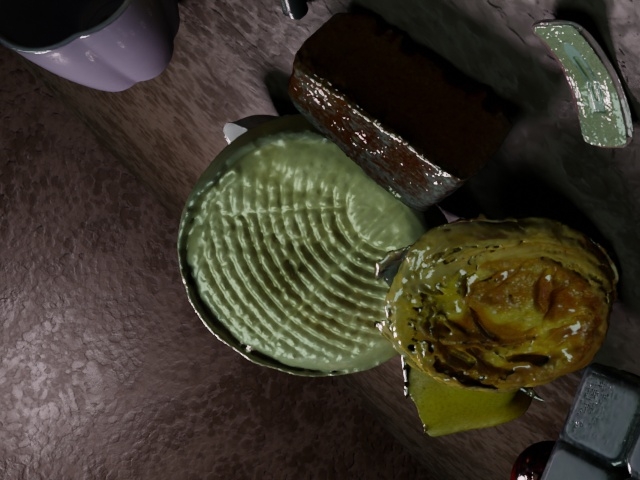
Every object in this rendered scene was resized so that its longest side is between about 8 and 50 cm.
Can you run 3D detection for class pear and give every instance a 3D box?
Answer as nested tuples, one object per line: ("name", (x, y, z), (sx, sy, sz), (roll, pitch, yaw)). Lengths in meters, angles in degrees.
("pear", (0.248, 0.175, 1.208), (0.178, 0.267, 0.267), (1, 145, 26))

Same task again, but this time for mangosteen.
("mangosteen", (0.451, 0.465, 1.508), (0.200, 0.200, 0.200), (40, 165, 13))

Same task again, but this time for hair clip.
("hair clip", (0.222, -0.134, 0.682), (0.137, 0.022, 0.054), (52, 162, -30))

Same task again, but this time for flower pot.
("flower pot", (-0.326, -0.337, 1.136), (0.265, 0.265, 0.243), (40, 175, 13))

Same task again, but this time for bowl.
("bowl", (-0.055, -0.139, 1.269), (0.189, 0.086, 0.189), (41, 165, 13))

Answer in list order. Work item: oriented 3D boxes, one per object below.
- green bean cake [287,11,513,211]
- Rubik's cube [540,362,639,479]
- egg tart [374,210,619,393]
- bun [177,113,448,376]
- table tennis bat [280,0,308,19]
("green bean cake", (0.076, -0.144, 0.887), (0.232, 0.097, 0.198), (42, 167, 4))
("Rubik's cube", (0.406, 0.352, 0.746), (0.344, 0.344, 0.337), (21, 180, -29))
("egg tart", (0.201, 0.058, 0.957), (0.297, 0.297, 0.132), (55, -157, -37))
("bun", (-0.003, -0.001, 1.116), (0.364, 0.364, 0.202), (45, -162, -8))
("table tennis bat", (-0.047, -0.327, 0.849), (0.150, 0.027, 0.236), (37, 162, 26))
